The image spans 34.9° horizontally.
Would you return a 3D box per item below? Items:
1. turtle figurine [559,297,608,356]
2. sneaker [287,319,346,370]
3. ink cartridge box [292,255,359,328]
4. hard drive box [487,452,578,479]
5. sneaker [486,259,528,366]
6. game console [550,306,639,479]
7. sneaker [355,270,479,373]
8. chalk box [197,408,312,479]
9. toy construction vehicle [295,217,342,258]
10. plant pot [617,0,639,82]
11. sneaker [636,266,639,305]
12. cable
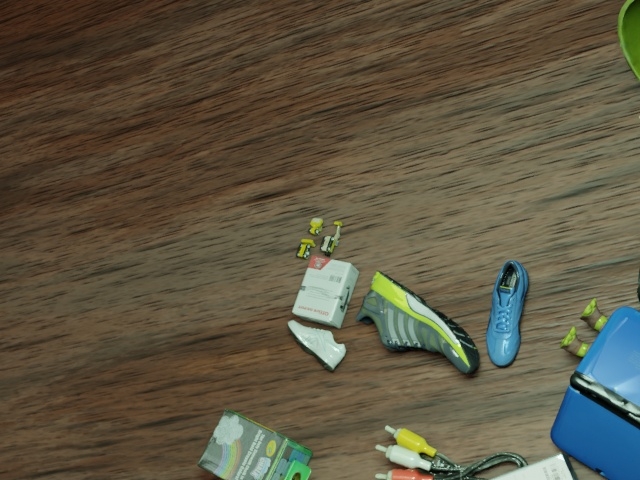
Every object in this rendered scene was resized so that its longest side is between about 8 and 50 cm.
[{"bbox_3d":[0.565,0.202,1.855,0.217,0.087,0.269,36,90,16],"label":"turtle figurine"},{"bbox_3d":[-0.008,0.212,2.152,0.061,0.053,0.152,-44,59,-16],"label":"sneaker"},{"bbox_3d":[0.012,0.111,2.177,0.099,0.056,0.135,12,73,29],"label":"ink cartridge box"},{"bbox_3d":[0.359,0.501,1.804,0.232,0.089,0.181,-24,70,14],"label":"hard drive box"},{"bbox_3d":[0.358,0.139,1.988,0.069,0.082,0.209,6,72,25],"label":"sneaker"},{"bbox_3d":[0.581,0.302,1.757,0.293,0.173,0.250,31,76,24],"label":"game console"},{"bbox_3d":[0.194,0.186,2.043,0.300,0.111,0.121,38,97,38],"label":"sneaker"},{"bbox_3d":[-0.111,0.448,2.044,0.213,0.132,0.132,21,77,30],"label":"chalk box"},{"bbox_3d":[0.000,0.000,2.251,0.086,0.035,0.098,4,67,38],"label":"toy construction vehicle"},{"bbox_3d":[0.815,-0.434,1.895,0.353,0.366,0.366,-45,56,-12],"label":"plant pot"},{"bbox_3d":[0.703,0.128,1.763,0.258,0.169,0.447,-23,64,11],"label":"sneaker"},{"bbox_3d":[0.239,0.440,1.916,0.287,0.072,0.139,5,76,27],"label":"cable"}]
